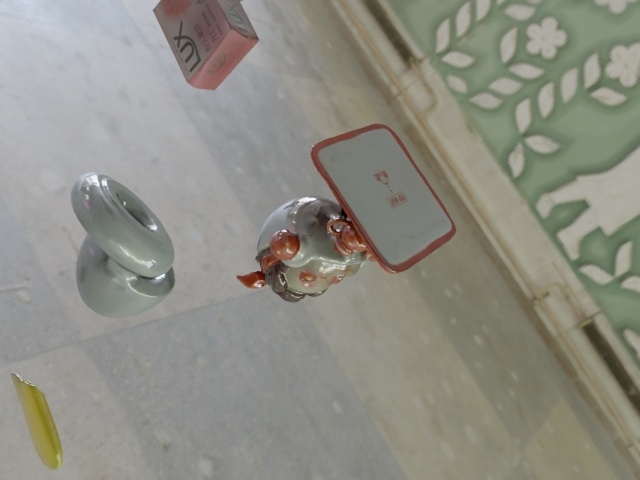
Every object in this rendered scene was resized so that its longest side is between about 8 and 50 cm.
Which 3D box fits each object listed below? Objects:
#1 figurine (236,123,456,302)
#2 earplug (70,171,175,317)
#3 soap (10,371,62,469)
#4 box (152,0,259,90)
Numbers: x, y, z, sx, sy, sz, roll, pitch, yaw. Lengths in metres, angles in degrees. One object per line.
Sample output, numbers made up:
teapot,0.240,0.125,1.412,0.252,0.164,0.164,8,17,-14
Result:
figurine,0.000,0.000,0.919,0.160,0.226,0.183,58,35,4
earplug,-0.350,0.016,1.382,0.175,0.326,0.214,-29,66,-21
soap,-0.442,0.279,1.248,0.033,0.089,0.169,-16,83,-41
box,-0.162,-0.301,1.108,0.060,0.111,0.156,5,50,-50
